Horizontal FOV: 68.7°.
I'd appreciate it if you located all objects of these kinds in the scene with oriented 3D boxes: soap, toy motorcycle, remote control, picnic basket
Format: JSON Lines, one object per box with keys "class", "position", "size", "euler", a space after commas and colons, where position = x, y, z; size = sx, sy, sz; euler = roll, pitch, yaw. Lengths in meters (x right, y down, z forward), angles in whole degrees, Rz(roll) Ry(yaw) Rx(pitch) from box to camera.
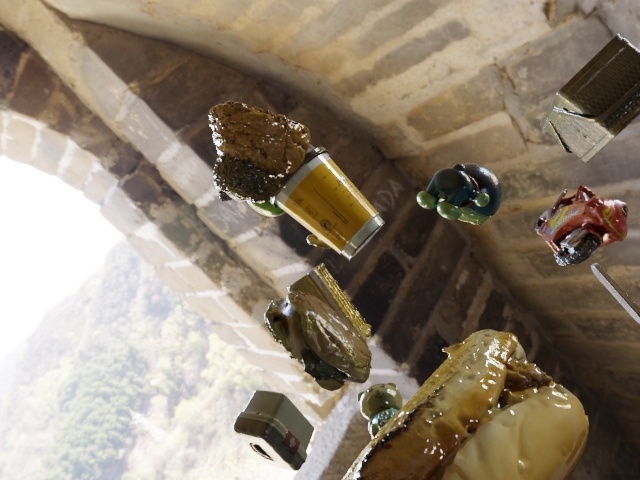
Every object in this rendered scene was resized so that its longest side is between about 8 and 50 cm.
{"class": "soap", "position": [0.040, 0.256, 1.757], "size": [0.156, 0.335, 0.293], "euler": [-35, -1, 9]}
{"class": "toy motorcycle", "position": [0.548, -0.034, 0.992], "size": [0.171, 0.089, 0.298], "euler": [-47, 3, 23]}
{"class": "remote control", "position": [1.001, 0.175, 1.578], "size": [0.022, 0.077, 0.245], "euler": [-32, 52, 10]}
{"class": "picnic basket", "position": [0.588, -0.284, 0.984], "size": [0.165, 0.139, 0.267], "euler": [-45, -14, 10]}

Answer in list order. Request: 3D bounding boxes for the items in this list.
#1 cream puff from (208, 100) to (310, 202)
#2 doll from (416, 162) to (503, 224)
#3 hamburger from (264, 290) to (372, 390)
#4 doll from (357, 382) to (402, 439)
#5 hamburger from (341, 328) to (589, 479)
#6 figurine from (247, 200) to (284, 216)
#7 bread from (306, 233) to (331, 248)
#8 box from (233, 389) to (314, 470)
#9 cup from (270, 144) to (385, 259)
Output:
{"class": "cream puff", "position": [-0.123, -0.141, 0.831], "size": [0.183, 0.183, 0.168], "euler": [-147, 73, -76]}
{"class": "doll", "position": [0.449, -0.148, 1.449], "size": [0.322, 0.199, 0.186], "euler": [0, -63, -55]}
{"class": "hamburger", "position": [0.003, 0.232, 1.141], "size": [0.134, 0.285, 0.265], "euler": [-44, 5, 10]}
{"class": "doll", "position": [0.256, 0.685, 1.856], "size": [0.177, 0.161, 0.260], "euler": [-19, 35, -1]}
{"class": "hamburger", "position": [0.128, 0.255, 0.507], "size": [0.284, 0.174, 0.304], "euler": [-24, -40, -31]}
{"class": "figurine", "position": [-0.101, -0.136, 1.354], "size": [0.162, 0.263, 0.143], "euler": [-38, 43, 51]}
{"class": "bread", "position": [0.000, 0.000, 1.290], "size": [0.049, 0.088, 0.033], "euler": [27, 100, 46]}
{"class": "box", "position": [-0.121, 0.510, 1.261], "size": [0.148, 0.210, 0.129], "euler": [-7, 39, 35]}
{"class": "cup", "position": [0.016, -0.093, 1.163], "size": [0.196, 0.280, 0.196], "euler": [-46, -6, -7]}
